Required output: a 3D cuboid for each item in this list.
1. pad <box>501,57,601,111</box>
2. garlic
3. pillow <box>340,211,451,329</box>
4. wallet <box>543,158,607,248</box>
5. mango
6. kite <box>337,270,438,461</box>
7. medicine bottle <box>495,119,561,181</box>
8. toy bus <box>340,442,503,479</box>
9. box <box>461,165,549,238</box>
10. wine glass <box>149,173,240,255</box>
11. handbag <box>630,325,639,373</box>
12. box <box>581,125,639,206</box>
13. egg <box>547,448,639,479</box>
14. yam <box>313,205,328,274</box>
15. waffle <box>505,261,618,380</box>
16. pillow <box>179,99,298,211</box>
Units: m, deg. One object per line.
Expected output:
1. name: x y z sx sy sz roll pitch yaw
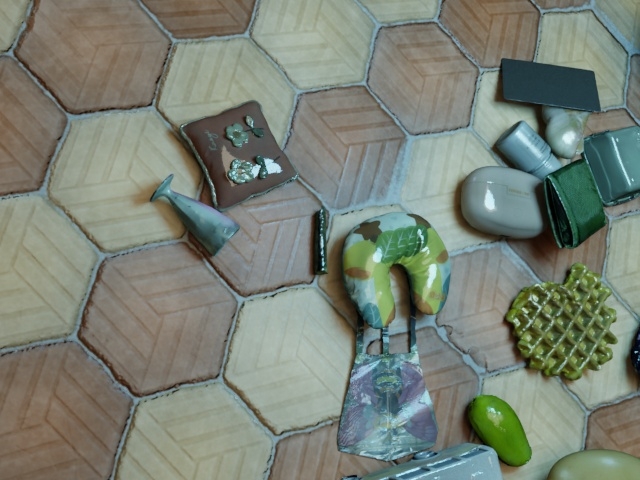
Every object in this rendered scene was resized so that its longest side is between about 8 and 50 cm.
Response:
1. pad: 0.503 -0.342 1.543 0.212 0.003 0.142 9 53 1
2. garlic: 0.542 -0.255 1.538 0.124 0.099 0.174 19 56 -8
3. pillow: 0.147 0.051 1.341 0.233 0.086 0.214 -8 80 -29
4. wallet: 0.533 -0.081 1.478 0.236 0.055 0.160 -22 97 -51
5. mango: 0.351 0.366 1.352 0.165 0.074 0.091 48 66 -4
6. kite: 0.123 0.231 1.333 0.204 0.022 0.360 1 78 -18
7. medicine bottle: 0.446 -0.186 1.505 0.130 0.080 0.080 44 68 -7
8. toy bus: 0.149 0.446 1.231 0.343 0.138 0.097 -11 84 -23
9. box: 0.385 -0.078 1.454 0.200 0.088 0.145 10 74 -18
10. wine glass: -0.222 -0.047 1.247 0.155 0.073 0.073 41 69 -7
11. handbag: 0.775 0.240 1.499 0.208 0.127 0.228 40 69 0
12. box: 0.673 -0.173 1.573 0.124 0.093 0.172 -17 84 -21
13. egg: 0.545 0.494 1.326 0.245 0.201 0.201 26 71 2
14. yam: 0.000 0.000 1.340 0.027 0.033 0.129 -3 73 8
15. waffle: 0.503 0.162 1.461 0.253 0.056 0.248 11 74 -15
16. pillow: -0.148 -0.163 1.297 0.171 0.075 0.179 -25 86 -22
